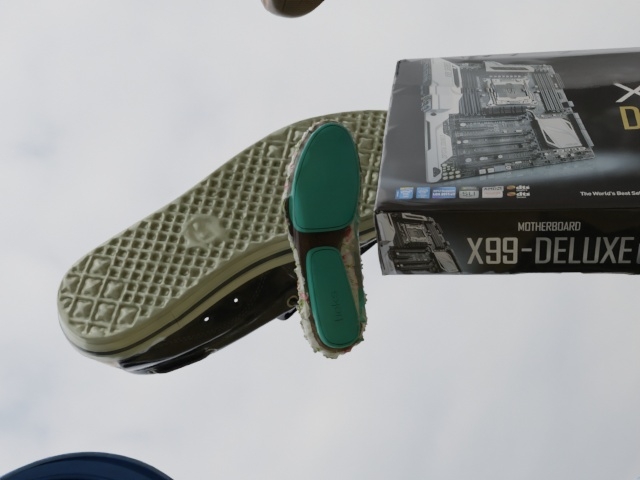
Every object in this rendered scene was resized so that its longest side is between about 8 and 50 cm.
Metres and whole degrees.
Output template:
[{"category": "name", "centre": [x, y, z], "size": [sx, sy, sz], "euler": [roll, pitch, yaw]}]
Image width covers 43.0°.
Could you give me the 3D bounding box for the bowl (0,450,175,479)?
[{"category": "bowl", "centre": [-0.243, 0.415, 0.817], "size": [0.391, 0.077, 0.391], "euler": [24, -130, -32]}]

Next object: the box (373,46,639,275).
[{"category": "box", "centre": [0.211, -0.075, 0.704], "size": [0.242, 0.307, 0.076], "euler": [-77, -18, -48]}]

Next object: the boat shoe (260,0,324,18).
[{"category": "boat shoe", "centre": [-0.016, -0.443, 1.023], "size": [0.123, 0.116, 0.324], "euler": [8, -77, -40]}]

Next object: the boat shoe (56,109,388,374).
[{"category": "boat shoe", "centre": [-0.061, 0.001, 0.965], "size": [0.500, 0.187, 0.156], "euler": [-30, -32, -11]}]

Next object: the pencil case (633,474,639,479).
[{"category": "pencil case", "centre": [0.293, 0.308, 0.786], "size": [0.273, 0.124, 0.113], "euler": [-40, -37, 17]}]

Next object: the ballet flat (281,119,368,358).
[{"category": "ballet flat", "centre": [0.000, 0.000, 0.836], "size": [0.091, 0.077, 0.241], "euler": [1, -95, -14]}]
